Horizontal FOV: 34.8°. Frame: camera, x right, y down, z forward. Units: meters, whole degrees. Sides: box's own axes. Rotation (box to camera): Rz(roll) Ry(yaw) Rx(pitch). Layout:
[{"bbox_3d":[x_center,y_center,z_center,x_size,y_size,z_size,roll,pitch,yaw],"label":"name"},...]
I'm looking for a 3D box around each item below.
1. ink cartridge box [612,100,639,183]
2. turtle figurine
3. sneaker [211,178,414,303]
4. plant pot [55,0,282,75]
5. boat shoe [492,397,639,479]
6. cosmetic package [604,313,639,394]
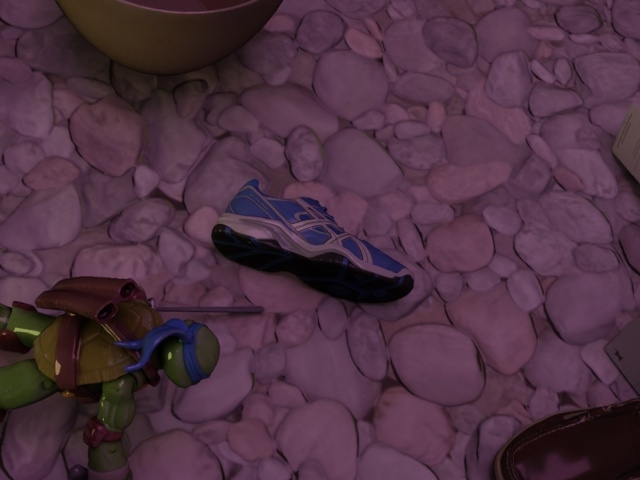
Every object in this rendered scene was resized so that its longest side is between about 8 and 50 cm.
[{"bbox_3d":[0.451,-0.081,1.174,0.139,0.082,0.191,-8,43,-19],"label":"ink cartridge box"},{"bbox_3d":[-0.205,0.131,0.893,0.266,0.275,0.198,2,81,9],"label":"turtle figurine"},{"bbox_3d":[0.000,0.000,1.035,0.211,0.080,0.081,22,60,-3],"label":"sneaker"},{"bbox_3d":[-0.168,-0.289,1.095,0.284,0.191,0.284,6,60,-11],"label":"plant pot"},{"bbox_3d":[0.293,0.192,0.990,0.257,0.095,0.095,-10,63,-20],"label":"boat shoe"},{"bbox_3d":[0.429,0.078,1.082,0.231,0.117,0.085,-24,68,-25],"label":"cosmetic package"}]
